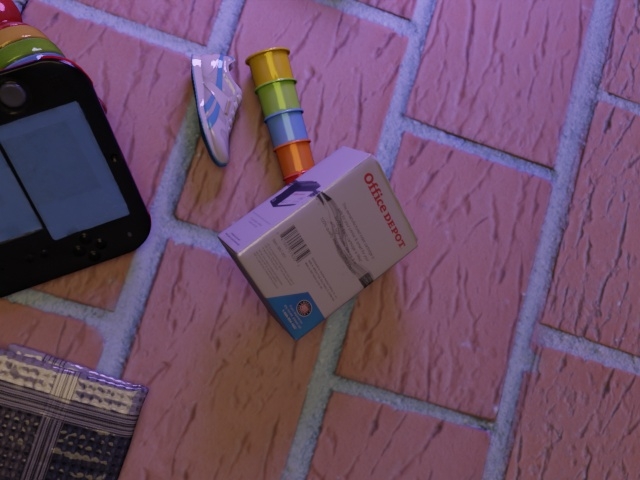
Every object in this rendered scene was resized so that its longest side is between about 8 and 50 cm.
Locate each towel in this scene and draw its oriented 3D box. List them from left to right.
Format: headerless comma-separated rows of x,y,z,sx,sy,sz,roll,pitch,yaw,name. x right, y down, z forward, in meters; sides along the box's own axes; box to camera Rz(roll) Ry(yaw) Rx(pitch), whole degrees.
-0.522,0.371,1.173,0.324,0.056,0.312,19,85,-10,towel

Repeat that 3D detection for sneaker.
-0.199,-0.261,1.264,0.092,0.087,0.228,-8,88,-12,sneaker

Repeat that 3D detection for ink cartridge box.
0.000,0.000,1.211,0.307,0.129,0.223,-37,118,-11,ink cartridge box

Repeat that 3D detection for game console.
-0.510,-0.100,1.109,0.342,0.060,0.386,-22,123,-12,game console

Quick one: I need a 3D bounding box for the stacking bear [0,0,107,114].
-0.558,-0.330,1.180,0.175,0.164,0.289,-34,86,-11,stacking bear

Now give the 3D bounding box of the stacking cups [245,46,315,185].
-0.066,-0.221,1.291,0.096,0.096,0.316,-16,93,-11,stacking cups
